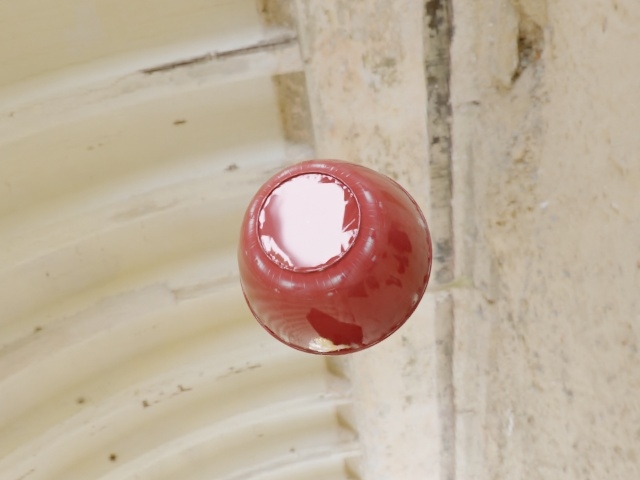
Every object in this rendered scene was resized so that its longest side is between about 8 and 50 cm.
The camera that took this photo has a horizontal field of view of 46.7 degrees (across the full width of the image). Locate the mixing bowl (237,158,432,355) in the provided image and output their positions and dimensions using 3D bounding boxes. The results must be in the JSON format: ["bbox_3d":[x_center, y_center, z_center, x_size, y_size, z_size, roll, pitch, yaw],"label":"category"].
[{"bbox_3d":[0.000,0.000,0.632,0.098,0.181,0.181,53,-154,-66],"label":"mixing bowl"}]
